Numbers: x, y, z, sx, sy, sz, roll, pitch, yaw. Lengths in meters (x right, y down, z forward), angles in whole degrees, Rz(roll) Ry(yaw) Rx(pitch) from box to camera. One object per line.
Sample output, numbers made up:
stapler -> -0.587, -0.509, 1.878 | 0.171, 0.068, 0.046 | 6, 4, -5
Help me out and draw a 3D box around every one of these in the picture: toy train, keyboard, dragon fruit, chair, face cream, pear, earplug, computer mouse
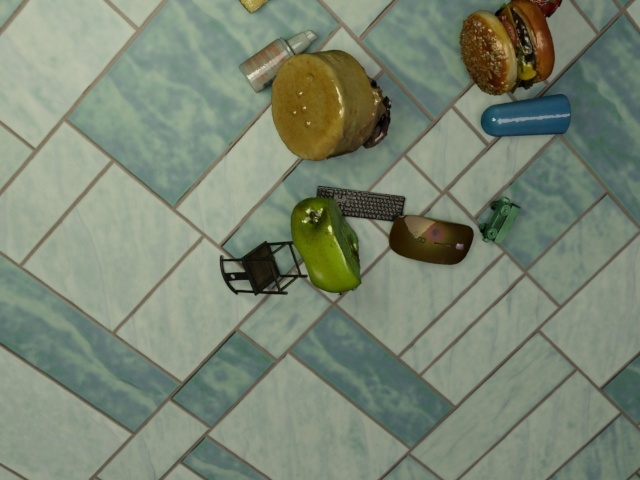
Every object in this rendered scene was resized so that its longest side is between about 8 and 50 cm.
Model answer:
toy train -> 0.632, -0.066, 2.109 | 0.099, 0.070, 0.172 | 19, 104, -24
keyboard -> 0.134, -0.120, 2.044 | 0.309, 0.018, 0.101 | 7, 106, -10
dragon fruit -> 0.685, -0.755, 1.880 | 0.142, 0.130, 0.121 | -39, 141, 4
chair -> -0.195, 0.095, 2.010 | 0.260, 0.141, 0.155 | -2, 114, 40
face cream -> -0.122, -0.561, 1.827 | 0.251, 0.101, 0.101 | -35, 109, 3
pear -> 0.000, 0.000, 1.919 | 0.176, 0.286, 0.282 | -21, 125, 15
earplug -> 0.666, -0.404, 1.979 | 0.272, 0.132, 0.132 | -6, 108, -2
computer mouse -> 0.390, -0.003, 2.082 | 0.310, 0.072, 0.158 | 10, 111, -15

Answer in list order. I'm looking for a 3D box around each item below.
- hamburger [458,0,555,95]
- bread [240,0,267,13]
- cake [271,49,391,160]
hamburger -> 0.559, -0.584, 1.835 | 0.225, 0.291, 0.291 | -22, 109, 0
bread -> -0.210, -0.751, 1.768 | 0.106, 0.082, 0.125 | -36, 119, 15
cake -> 0.059, -0.420, 1.832 | 0.321, 0.332, 0.332 | -19, 114, -42
